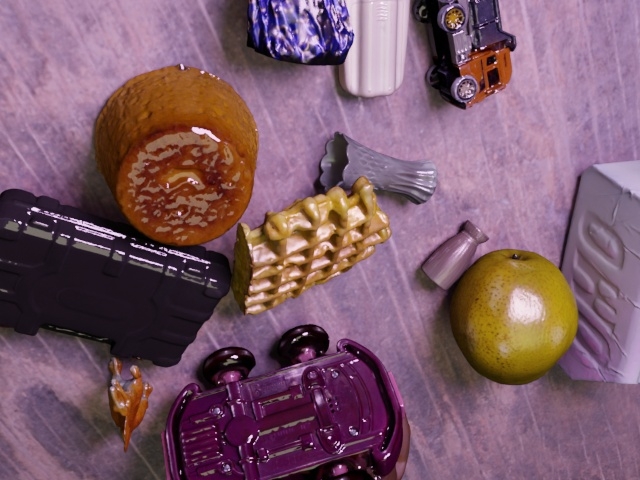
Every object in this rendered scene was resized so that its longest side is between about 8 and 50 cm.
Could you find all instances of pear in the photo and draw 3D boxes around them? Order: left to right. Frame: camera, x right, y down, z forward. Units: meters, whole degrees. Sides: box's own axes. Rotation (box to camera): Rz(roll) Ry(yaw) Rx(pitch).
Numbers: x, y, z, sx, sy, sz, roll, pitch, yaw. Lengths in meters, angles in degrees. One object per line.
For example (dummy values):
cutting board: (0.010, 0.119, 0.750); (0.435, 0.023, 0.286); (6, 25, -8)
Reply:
pear: (0.281, 0.111, 1.029); (0.198, 0.198, 0.198); (-7, 119, -12)

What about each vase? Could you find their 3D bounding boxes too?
vase: (0.081, -0.088, 0.934); (0.149, 0.081, 0.081); (10, 114, -24)
vase: (0.197, 0.020, 1.035); (0.053, 0.053, 0.100); (36, 98, -28)

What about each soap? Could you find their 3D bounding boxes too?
soap: (0.450, 0.069, 1.041); (0.115, 0.208, 0.346); (-5, 119, -11)

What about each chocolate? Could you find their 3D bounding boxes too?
chocolate: (-0.030, -0.360, 0.739); (0.148, 0.126, 0.343); (14, 117, 27)

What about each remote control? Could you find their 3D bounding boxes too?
remote control: (0.064, -0.285, 0.838); (0.090, 0.049, 0.230); (-9, 118, -14)

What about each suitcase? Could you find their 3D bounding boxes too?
suitcase: (-0.276, 0.057, 0.883); (0.286, 0.066, 0.206); (19, 130, -24)

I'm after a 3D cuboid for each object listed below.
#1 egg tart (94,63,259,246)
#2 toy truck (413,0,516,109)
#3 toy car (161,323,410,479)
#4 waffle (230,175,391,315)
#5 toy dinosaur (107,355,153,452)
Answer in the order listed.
egg tart: (-0.160, -0.092, 0.823); (0.203, 0.147, 0.202); (-6, 116, -13)
toy truck: (0.173, -0.263, 0.861); (0.092, 0.083, 0.192); (-23, 120, -9)
toy car: (-0.038, 0.298, 1.024); (0.341, 0.271, 0.240); (-14, 140, -5)
waffle: (0.000, -0.001, 0.891); (0.219, 0.057, 0.229); (-21, 159, -20)
toy dinosaur: (-0.260, 0.239, 0.973); (0.057, 0.142, 0.212); (-7, 121, -10)
